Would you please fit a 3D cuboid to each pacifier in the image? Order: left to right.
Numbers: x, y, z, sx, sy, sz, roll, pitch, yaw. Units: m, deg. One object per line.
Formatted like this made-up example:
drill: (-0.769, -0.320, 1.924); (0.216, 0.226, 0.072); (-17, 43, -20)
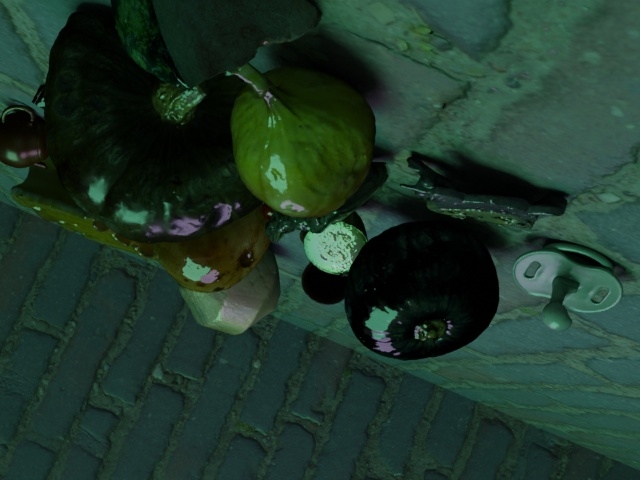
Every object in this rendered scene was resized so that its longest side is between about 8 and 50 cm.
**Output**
pacifier: (0.332, 0.068, 1.084); (0.150, 0.117, 0.127); (26, 142, 1)

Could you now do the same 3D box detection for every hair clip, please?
hair clip: (-0.016, -0.068, 1.125); (0.091, 0.138, 0.321); (55, 163, -6)
hair clip: (0.186, -0.048, 0.975); (0.187, 0.056, 0.146); (19, 175, 1)

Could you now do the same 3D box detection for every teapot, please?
teapot: (-0.579, -0.202, 1.591); (0.116, 0.116, 0.173); (20, 141, 10)

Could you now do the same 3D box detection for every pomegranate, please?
pomegranate: (-0.203, -0.020, 1.453); (0.215, 0.215, 0.215); (21, 168, 5)

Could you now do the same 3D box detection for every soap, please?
soap: (-0.504, -0.072, 1.871); (0.335, 0.156, 0.293); (13, 167, 39)

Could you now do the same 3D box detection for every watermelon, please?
watermelon: (-0.116, -0.202, 0.713); (0.202, 0.136, 0.207); (33, 180, -17)

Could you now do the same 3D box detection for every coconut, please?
coconut: (-0.208, 0.097, 1.890); (0.259, 0.259, 0.259); (21, 168, 5)

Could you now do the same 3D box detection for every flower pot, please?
flower pot: (0.014, 0.083, 1.773); (0.111, 0.111, 0.089); (23, -177, -2)

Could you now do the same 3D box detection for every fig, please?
fig: (-0.036, -0.120, 0.796); (0.159, 0.159, 0.257); (18, 173, 20)

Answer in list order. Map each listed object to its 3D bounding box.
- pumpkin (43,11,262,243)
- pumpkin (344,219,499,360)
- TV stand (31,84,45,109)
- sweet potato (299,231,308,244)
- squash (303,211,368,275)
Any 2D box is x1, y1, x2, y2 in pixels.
pumpkin: (-0.191, -0.114, 0.968); (0.325, 0.232, 0.242); (20, 166, -6)
pumpkin: (0.148, 0.078, 1.188); (0.233, 0.233, 0.163); (33, -152, -39)
TV stand: (-0.376, -0.220, 1.276); (0.249, 0.036, 0.042); (11, 162, 42)
sweet potato: (0.000, 0.000, 1.509); (0.068, 0.060, 0.206); (62, 164, -18)
squash: (0.034, -0.022, 1.280); (0.105, 0.132, 0.105); (5, 124, 8)
